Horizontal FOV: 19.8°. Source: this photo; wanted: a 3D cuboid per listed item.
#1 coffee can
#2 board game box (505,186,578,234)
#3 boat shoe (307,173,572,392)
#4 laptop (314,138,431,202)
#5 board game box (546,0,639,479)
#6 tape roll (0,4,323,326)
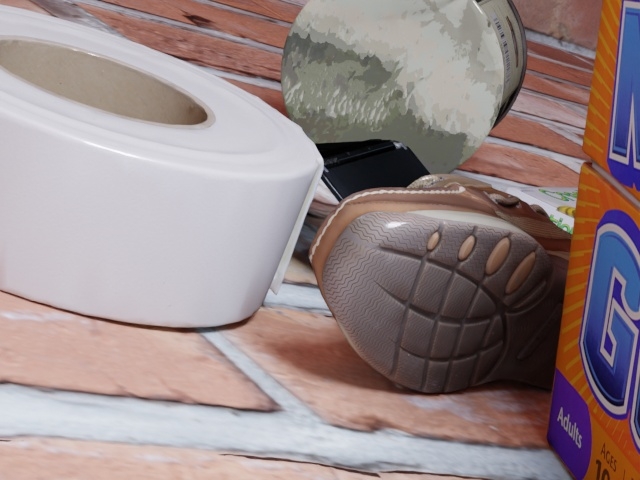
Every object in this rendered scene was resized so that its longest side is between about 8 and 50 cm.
[{"bbox_3d":[0.086,-0.168,1.741,0.201,0.201,0.275,22,13,6],"label":"coffee can"},{"bbox_3d":[0.307,0.010,1.693,0.193,0.053,0.305,27,14,27],"label":"board game box"},{"bbox_3d":[0.084,0.019,1.144,0.116,0.123,0.324,46,14,31],"label":"boat shoe"},{"bbox_3d":[0.000,0.000,1.349,0.264,0.137,0.234,-2,6,17],"label":"laptop"},{"bbox_3d":[0.352,0.011,0.913,0.356,0.356,0.356,2,17,-11],"label":"board game box"},{"bbox_3d":[-0.147,-0.053,1.115,0.286,0.100,0.286,19,15,-5],"label":"tape roll"}]
